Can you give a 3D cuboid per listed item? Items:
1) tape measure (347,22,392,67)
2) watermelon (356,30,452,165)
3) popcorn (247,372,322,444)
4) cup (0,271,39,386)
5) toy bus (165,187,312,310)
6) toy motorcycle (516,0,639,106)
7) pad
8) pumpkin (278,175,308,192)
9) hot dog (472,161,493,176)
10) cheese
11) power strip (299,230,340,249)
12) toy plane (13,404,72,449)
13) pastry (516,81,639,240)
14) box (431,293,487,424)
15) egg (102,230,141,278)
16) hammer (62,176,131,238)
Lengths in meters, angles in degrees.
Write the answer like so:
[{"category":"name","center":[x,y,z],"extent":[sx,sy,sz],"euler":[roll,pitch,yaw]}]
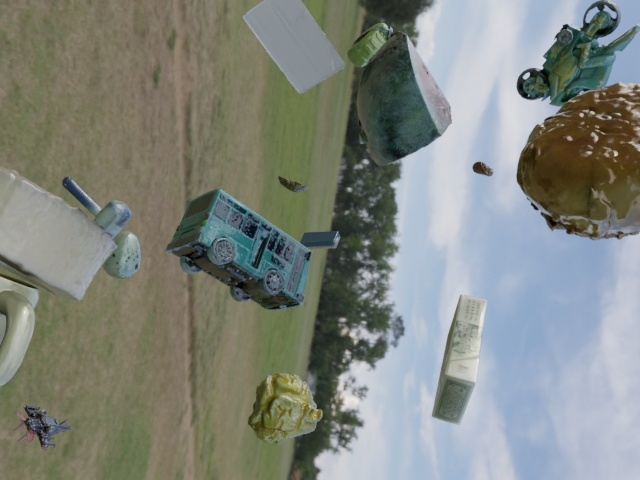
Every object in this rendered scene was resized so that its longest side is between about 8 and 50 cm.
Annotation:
[{"category":"tape measure","center":[0.158,-0.629,1.847],"extent":[0.154,0.087,0.177],"euler":[-47,-164,-16]},{"category":"watermelon","center":[0.125,-0.267,1.093],"extent":[0.188,0.175,0.322],"euler":[53,7,-11]},{"category":"popcorn","center":[-0.107,0.448,1.533],"extent":[0.187,0.167,0.185],"euler":[-41,-138,23]},{"category":"cup","center":[-0.563,0.158,0.956],"extent":[0.173,0.255,0.202],"euler":[64,47,-72]},{"category":"toy bus","center":[-0.142,0.024,1.084],"extent":[0.128,0.256,0.147],"euler":[-15,-130,46]},{"category":"toy motorcycle","center":[0.647,-0.439,1.427],"extent":[0.109,0.198,0.296],"euler":[-39,169,-51]},{"category":"pad","center":[-0.062,-0.468,1.341],"extent":[0.232,0.156,0.004],"euler":[50,41,-23]},{"category":"pumpkin","center":[-0.073,-0.139,1.446],"extent":[0.050,0.083,0.028],"euler":[-117,-130,-82]},{"category":"hot dog","center":[0.527,-0.231,1.852],"extent":[0.035,0.058,0.083],"euler":[-59,-162,5]},{"category":"cheese","center":[-0.581,-0.019,1.108],"extent":[0.153,0.292,0.332],"euler":[-61,153,-20]},{"category":"power strip","center":[0.000,0.000,1.802],"extent":[0.056,0.123,0.032],"euler":[-69,148,-44]},{"category":"toy plane","center":[-0.679,0.465,1.430],"extent":[0.061,0.130,0.189],"euler":[-43,157,5]},{"category":"pastry","center":[0.469,-0.111,0.907],"extent":[0.315,0.284,0.184],"euler":[-41,131,-27]},{"category":"box","center":[0.327,0.273,1.335],"extent":[0.256,0.069,0.164],"euler":[-63,163,-47]},{"category":"egg","center":[-0.661,0.050,1.914],"extent":[0.131,0.131,0.164],"euler":[-83,-162,-75]},{"category":"hammer","center":[-0.583,-0.092,1.460],"extent":[0.116,0.194,0.069],"euler":[-46,-179,10]}]
